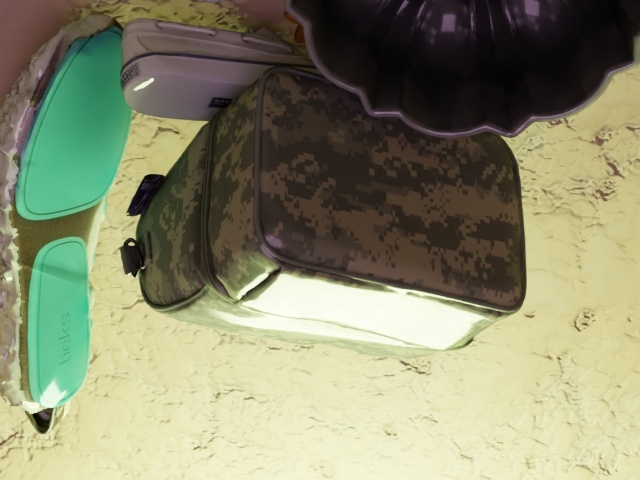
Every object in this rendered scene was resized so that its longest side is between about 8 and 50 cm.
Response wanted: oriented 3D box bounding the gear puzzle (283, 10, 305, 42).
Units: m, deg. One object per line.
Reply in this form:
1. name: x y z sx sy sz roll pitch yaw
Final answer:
1. gear puzzle: 0.018 -0.321 1.585 0.176 0.044 0.338 5 114 -10

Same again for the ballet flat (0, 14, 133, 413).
1. ballet flat: -0.281 -0.029 1.730 0.147 0.147 0.408 10 109 -4

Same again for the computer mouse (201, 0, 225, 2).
1. computer mouse: -0.099 -0.311 1.624 0.106 0.042 0.193 0 115 -7

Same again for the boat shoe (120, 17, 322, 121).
1. boat shoe: -0.059 -0.155 1.679 0.268 0.088 0.096 3 150 -20

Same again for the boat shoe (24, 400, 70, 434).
1. boat shoe: -0.292 0.131 1.867 0.056 0.049 0.152 -10 117 9

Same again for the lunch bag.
1. lunch bag: 0.000 0.000 1.662 0.305 0.212 0.256 12 149 -27

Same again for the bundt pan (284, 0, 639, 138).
1. bundt pan: 0.132 -0.255 1.529 0.331 0.124 0.330 0 123 1
